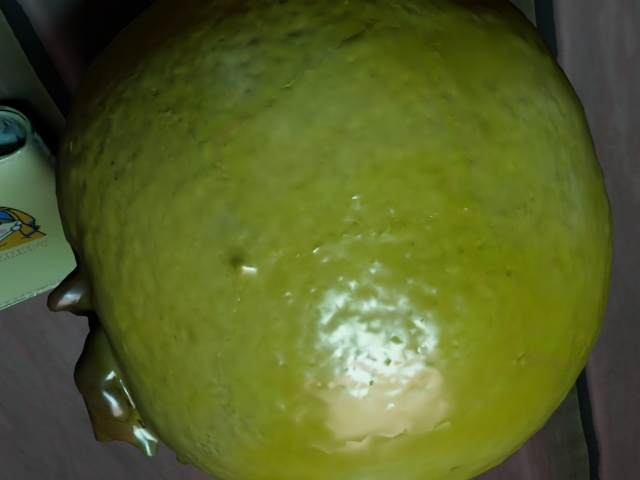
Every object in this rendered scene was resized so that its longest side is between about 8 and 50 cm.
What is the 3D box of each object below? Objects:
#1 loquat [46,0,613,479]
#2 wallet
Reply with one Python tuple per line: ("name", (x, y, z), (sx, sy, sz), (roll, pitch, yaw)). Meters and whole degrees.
("loquat", (0.000, 0.000, 0.808), (0.275, 0.275, 0.275), (-14, 153, -7))
("wallet", (-0.180, -0.013, 0.933), (0.110, 0.039, 0.155), (-22, 154, 2))
